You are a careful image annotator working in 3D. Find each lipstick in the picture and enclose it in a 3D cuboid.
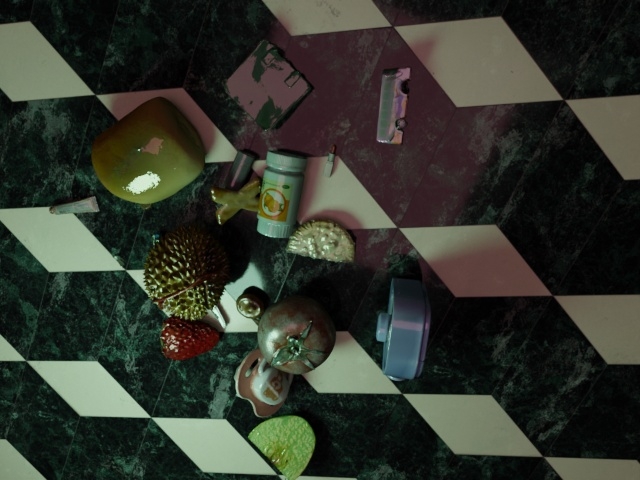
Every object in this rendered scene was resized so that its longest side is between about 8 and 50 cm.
[{"bbox_3d":[0.039,-0.311,1.774,0.030,0.030,0.129,15,106,4],"label":"lipstick"}]

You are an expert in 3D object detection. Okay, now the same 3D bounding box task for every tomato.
[{"bbox_3d":[-0.095,0.375,1.832,0.317,0.282,0.316,0,109,1],"label":"tomato"}]

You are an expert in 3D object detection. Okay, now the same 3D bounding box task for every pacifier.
[{"bbox_3d":[-0.253,0.598,1.945,0.273,0.220,0.332,-21,123,13],"label":"pacifier"}]

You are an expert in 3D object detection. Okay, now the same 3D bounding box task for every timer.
[{"bbox_3d":[0.300,0.350,1.732,0.174,0.395,0.394,7,105,5],"label":"timer"}]

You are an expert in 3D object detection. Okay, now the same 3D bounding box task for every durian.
[{"bbox_3d":[-0.527,0.132,1.821,0.348,0.347,0.384,-26,57,13],"label":"durian"}]

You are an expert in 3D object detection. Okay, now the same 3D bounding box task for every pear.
[{"bbox_3d":[-0.147,0.884,2.053,0.239,0.139,0.288,-43,91,0],"label":"pear"}]

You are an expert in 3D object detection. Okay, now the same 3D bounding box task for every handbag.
[{"bbox_3d":[-0.198,-0.580,1.714,0.260,0.079,0.247,-43,95,14],"label":"handbag"}]

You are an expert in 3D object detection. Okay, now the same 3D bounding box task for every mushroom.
[{"bbox_3d":[-0.298,0.278,1.941,0.126,0.085,0.109,48,140,-8],"label":"mushroom"}]

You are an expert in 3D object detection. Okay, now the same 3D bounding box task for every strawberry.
[{"bbox_3d":[-0.563,0.419,1.980,0.245,0.205,0.205,1,105,-15],"label":"strawberry"}]

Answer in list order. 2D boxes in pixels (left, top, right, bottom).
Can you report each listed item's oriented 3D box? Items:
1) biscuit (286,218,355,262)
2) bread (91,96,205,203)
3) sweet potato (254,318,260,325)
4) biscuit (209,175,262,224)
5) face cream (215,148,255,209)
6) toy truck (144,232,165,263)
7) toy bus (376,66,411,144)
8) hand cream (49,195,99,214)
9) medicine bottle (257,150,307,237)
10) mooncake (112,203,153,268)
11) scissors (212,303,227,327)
[{"bbox_3d":[0.000,0.000,1.830,0.282,0.084,0.179,5,105,7],"label":"biscuit"},{"bbox_3d":[-0.666,-0.325,1.753,0.376,0.253,0.347,-26,103,15],"label":"bread"},{"bbox_3d":[-0.243,0.365,1.974,0.117,0.049,0.049,27,106,7],"label":"sweet potato"},{"bbox_3d":[-0.321,-0.160,1.799,0.208,0.047,0.164,-16,120,-17],"label":"biscuit"},{"bbox_3d":[-0.348,-0.224,1.825,0.073,0.073,0.283,27,106,0],"label":"face cream"},{"bbox_3d":[-0.704,0.055,1.946,0.082,0.067,0.175,3,104,8],"label":"toy truck"},{"bbox_3d":[0.271,-0.492,1.669,0.113,0.090,0.273,7,104,12],"label":"toy bus"},{"bbox_3d":[-1.059,-0.144,1.961,0.210,0.043,0.067,-7,105,4],"label":"hand cream"},{"bbox_3d":[-0.154,-0.177,1.768,0.158,0.158,0.317,12,105,5],"label":"medicine bottle"},{"bbox_3d":[-0.802,-0.031,1.943,0.347,0.057,0.150,-41,83,18],"label":"mooncake"},{"bbox_3d":[-0.476,0.276,1.990,0.118,0.030,0.242,-31,94,14],"label":"scissors"}]
